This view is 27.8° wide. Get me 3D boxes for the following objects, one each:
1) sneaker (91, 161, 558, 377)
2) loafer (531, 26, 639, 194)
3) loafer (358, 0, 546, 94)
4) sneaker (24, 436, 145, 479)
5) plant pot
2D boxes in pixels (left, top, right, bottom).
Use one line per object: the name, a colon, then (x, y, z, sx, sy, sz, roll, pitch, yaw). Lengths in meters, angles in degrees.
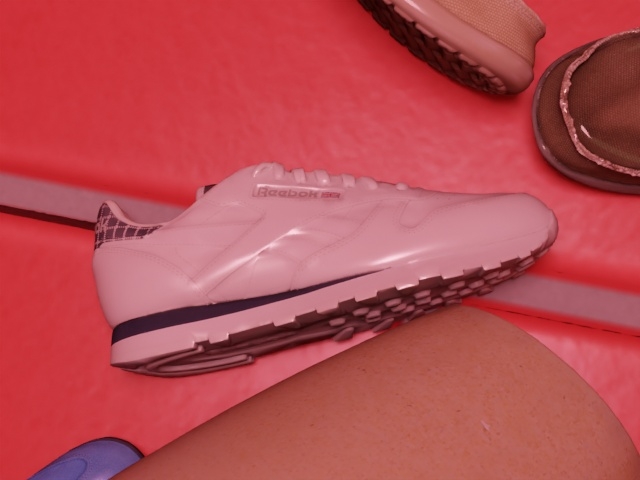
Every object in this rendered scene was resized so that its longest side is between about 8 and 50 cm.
sneaker: (0.000, 0.000, 0.647, 0.235, 0.090, 0.095, -12, 72, 1)
loafer: (0.230, -0.081, 0.637, 0.251, 0.087, 0.094, -8, 81, 3)
loafer: (0.025, -0.186, 0.661, 0.092, 0.102, 0.268, -44, 81, 3)
sneaker: (-0.169, 0.177, 0.633, 0.209, 0.082, 0.069, -40, 79, -4)
plant pot: (0.005, 0.163, 0.559, 0.256, 0.256, 0.274, 43, 70, 9)
